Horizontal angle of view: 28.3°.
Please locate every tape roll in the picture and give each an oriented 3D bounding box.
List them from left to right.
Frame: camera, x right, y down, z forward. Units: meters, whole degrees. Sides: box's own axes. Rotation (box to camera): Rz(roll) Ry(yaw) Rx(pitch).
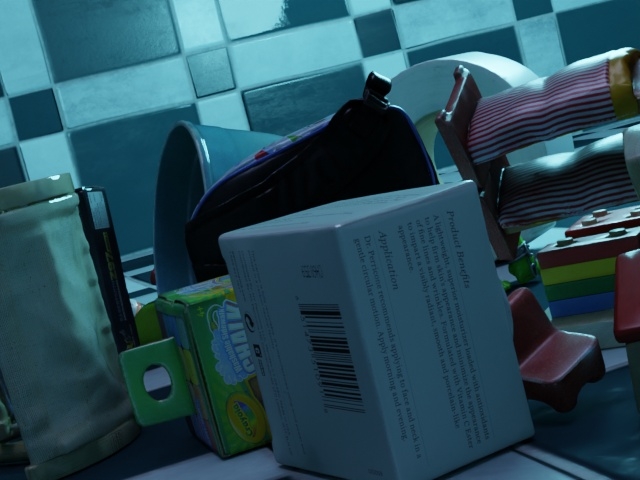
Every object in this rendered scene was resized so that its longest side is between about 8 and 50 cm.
[{"bbox_3d":[0.195,-0.108,1.718,0.286,0.286,0.100,-11,6,33],"label":"tape roll"}]

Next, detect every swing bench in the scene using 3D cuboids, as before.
[{"bbox_3d":[-0.289,0.079,1.198,0.165,0.253,0.255,-19,7,-40],"label":"swing bench"}]

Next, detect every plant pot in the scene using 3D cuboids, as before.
[{"bbox_3d":[-0.052,-0.007,1.563,0.255,0.271,0.272,0,0,-20],"label":"plant pot"}]

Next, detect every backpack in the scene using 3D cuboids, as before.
[{"bbox_3d":[0.000,0.000,1.320,0.263,0.276,0.213,-21,1,-2],"label":"backpack"}]

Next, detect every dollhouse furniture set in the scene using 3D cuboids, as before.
[{"bbox_3d":[0.197,-0.028,0.977,0.201,0.152,0.374,-17,25,23],"label":"dollhouse furniture set"}]

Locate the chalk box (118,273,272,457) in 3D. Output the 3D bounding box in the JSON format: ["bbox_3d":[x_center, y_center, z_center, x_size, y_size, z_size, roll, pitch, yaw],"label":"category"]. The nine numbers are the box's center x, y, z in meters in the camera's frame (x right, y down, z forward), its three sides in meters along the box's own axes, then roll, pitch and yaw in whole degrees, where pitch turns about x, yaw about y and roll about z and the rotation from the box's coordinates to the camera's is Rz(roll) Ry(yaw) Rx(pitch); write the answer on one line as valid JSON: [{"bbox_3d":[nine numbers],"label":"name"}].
[{"bbox_3d":[-0.059,0.096,1.076,0.213,0.132,0.132,-17,6,-17],"label":"chalk box"}]

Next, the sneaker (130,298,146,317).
[{"bbox_3d":[-0.286,0.121,1.902,0.065,0.061,0.158,14,-8,-29],"label":"sneaker"}]

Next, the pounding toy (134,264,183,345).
[{"bbox_3d":[-0.163,0.069,1.726,0.237,0.110,0.183,-17,6,-26],"label":"pounding toy"}]

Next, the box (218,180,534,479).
[{"bbox_3d":[0.035,0.063,0.895,0.119,0.181,0.182,-17,5,-29],"label":"box"}]

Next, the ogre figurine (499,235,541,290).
[{"bbox_3d":[0.144,0.012,1.472,0.197,0.118,0.097,-12,6,26],"label":"ogre figurine"}]

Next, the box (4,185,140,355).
[{"bbox_3d":[-0.330,0.064,1.557,0.183,0.232,0.059,-12,0,21],"label":"box"}]

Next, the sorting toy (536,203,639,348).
[{"bbox_3d":[0.329,0.013,1.138,0.255,0.089,0.257,-11,6,26],"label":"sorting toy"}]
